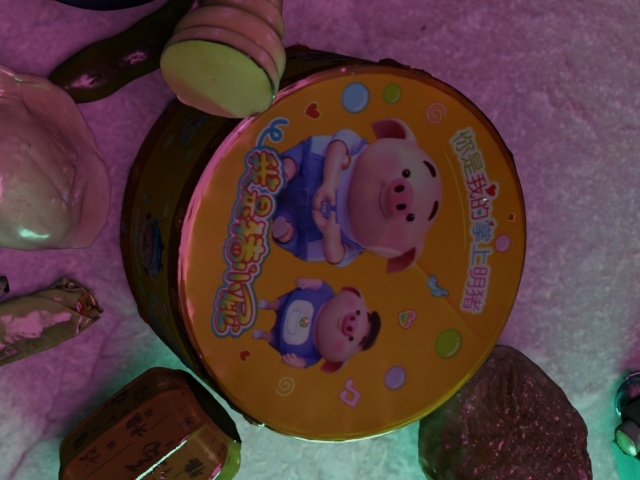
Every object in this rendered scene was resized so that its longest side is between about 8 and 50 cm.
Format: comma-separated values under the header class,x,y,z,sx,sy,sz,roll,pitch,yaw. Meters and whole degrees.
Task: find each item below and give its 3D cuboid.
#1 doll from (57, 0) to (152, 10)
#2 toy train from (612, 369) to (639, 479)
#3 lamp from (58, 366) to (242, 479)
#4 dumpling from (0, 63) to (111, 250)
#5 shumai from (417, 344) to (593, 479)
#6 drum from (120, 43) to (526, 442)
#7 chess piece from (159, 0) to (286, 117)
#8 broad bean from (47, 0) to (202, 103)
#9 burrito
class,x,y,z,sx,sy,sz,roll,pitch,yaw
doll,-0.208,-0.379,1.365,0.284,0.240,0.310,9,84,14
toy train,0.531,0.243,1.925,0.298,0.120,0.194,-27,120,-17
lamp,-0.189,0.239,1.551,0.185,0.161,0.161,-40,116,1
dumpling,-0.313,-0.082,1.442,0.252,0.131,0.179,20,85,-32
shumai,0.206,0.279,1.770,0.225,0.222,0.261,-15,72,-33
drum,0.000,0.000,1.559,0.431,0.214,0.431,-7,106,-23
chess piece,-0.044,-0.308,1.440,0.117,0.117,0.397,38,54,-27
broad bean,-0.193,-0.211,1.510,0.254,0.046,0.065,-38,108,-14
burrito,-0.374,0.094,1.498,0.288,0.054,0.104,-18,107,-19
